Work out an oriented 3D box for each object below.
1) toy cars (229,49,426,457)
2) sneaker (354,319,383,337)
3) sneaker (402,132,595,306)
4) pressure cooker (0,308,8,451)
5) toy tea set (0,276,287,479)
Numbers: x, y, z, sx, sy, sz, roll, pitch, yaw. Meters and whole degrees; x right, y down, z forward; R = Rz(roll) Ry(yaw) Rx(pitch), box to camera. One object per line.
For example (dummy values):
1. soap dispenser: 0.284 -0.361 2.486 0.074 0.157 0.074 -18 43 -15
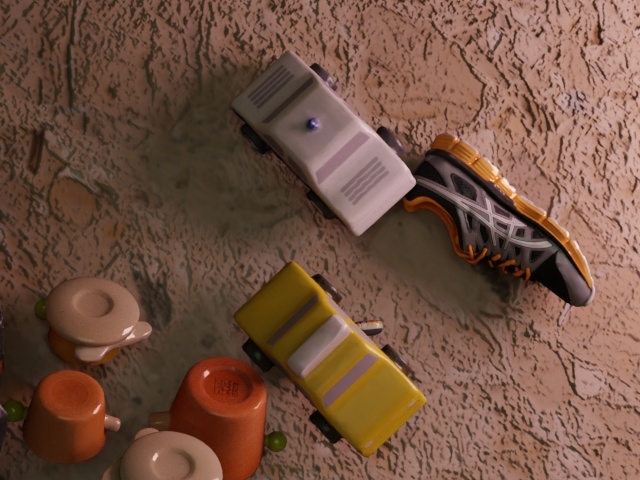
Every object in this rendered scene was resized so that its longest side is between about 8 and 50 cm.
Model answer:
1. toy cars: 0.000 0.000 1.390 0.177 0.087 0.393 -4 76 7
2. sneaker: 0.022 0.100 1.430 0.083 0.032 0.037 -19 89 0
3. sneaker: 0.170 -0.005 1.442 0.215 0.084 0.083 42 81 11
4. pressure cooker: -0.496 0.087 1.142 0.420 0.375 0.370 -16 39 -37
5. toy tea set: -0.199 0.150 1.356 0.336 0.124 0.200 31 43 18
